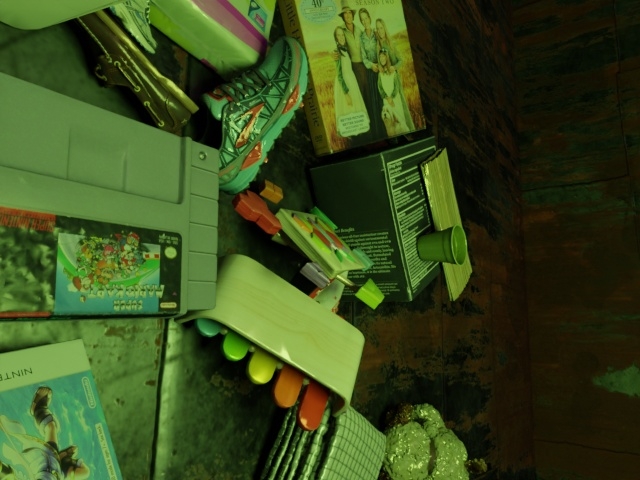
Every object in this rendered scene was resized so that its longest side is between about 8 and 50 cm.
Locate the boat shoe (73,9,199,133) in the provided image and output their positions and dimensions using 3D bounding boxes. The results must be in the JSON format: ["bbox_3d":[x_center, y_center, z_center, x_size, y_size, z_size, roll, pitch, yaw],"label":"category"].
[{"bbox_3d":[-0.255,-0.223,0.644,0.073,0.073,0.207,-44,122,-1],"label":"boat shoe"}]

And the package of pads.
[{"bbox_3d":[-0.190,-0.417,0.736,0.296,0.101,0.229,28,63,-49],"label":"package of pads"}]

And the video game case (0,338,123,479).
[{"bbox_3d":[-0.296,0.239,0.428,0.244,0.061,0.270,0,65,-61],"label":"video game case"}]

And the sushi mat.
[{"bbox_3d":[0.284,-0.037,1.096,0.151,0.019,0.317,-36,115,-53],"label":"sushi mat"}]

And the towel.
[{"bbox_3d":[-0.005,0.430,0.847,0.235,0.121,0.284,55,50,-45],"label":"towel"}]

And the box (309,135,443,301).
[{"bbox_3d":[0.149,-0.056,1.079,0.296,0.182,0.294,-27,109,-54],"label":"box"}]

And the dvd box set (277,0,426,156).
[{"bbox_3d":[0.072,-0.418,1.055,0.307,0.062,0.421,-21,103,-35],"label":"dvd box set"}]

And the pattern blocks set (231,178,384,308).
[{"bbox_3d":[0.000,0.000,0.818,0.285,0.026,0.325,44,14,0],"label":"pattern blocks set"}]

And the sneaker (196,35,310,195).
[{"bbox_3d":[-0.114,-0.199,0.737,0.125,0.104,0.262,24,97,-41],"label":"sneaker"}]

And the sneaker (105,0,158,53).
[{"bbox_3d":[-0.243,-0.300,0.640,0.058,0.052,0.135,-49,161,-7],"label":"sneaker"}]

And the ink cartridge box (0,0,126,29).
[{"bbox_3d":[-0.332,-0.447,0.438,0.285,0.166,0.395,-3,88,-70],"label":"ink cartridge box"}]

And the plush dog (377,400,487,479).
[{"bbox_3d":[0.229,0.501,1.128,0.225,0.210,0.263,21,66,-26],"label":"plush dog"}]

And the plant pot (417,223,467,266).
[{"bbox_3d":[0.237,0.012,0.969,0.083,0.079,0.083,10,78,-54],"label":"plant pot"}]

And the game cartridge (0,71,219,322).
[{"bbox_3d":[-0.248,-0.031,0.524,0.355,0.068,0.230,11,72,-56],"label":"game cartridge"}]

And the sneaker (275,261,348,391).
[{"bbox_3d":[-0.006,0.150,0.918,0.270,0.090,0.145,-52,127,-40],"label":"sneaker"}]

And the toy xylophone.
[{"bbox_3d":[-0.046,0.124,0.764,0.322,0.081,0.236,42,45,-10],"label":"toy xylophone"}]

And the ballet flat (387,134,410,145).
[{"bbox_3d":[0.214,-0.270,1.314,0.173,0.049,0.058,31,61,-48],"label":"ballet flat"}]
